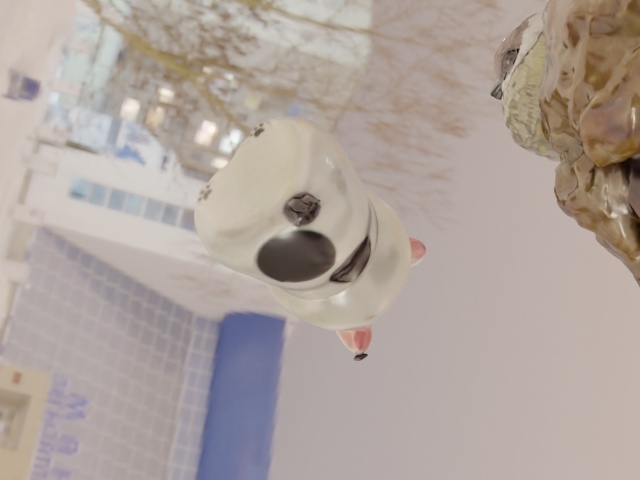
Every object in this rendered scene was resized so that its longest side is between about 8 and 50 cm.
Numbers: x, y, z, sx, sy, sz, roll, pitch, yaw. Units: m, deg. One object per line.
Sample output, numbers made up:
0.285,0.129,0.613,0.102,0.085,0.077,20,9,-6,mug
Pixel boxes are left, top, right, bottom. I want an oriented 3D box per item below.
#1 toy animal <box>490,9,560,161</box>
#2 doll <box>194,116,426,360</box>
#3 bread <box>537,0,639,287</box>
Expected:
0.172,-0.109,0.738,0.098,0.137,0.098,-25,90,-87,toy animal
-0.005,-0.004,0.807,0.107,0.181,0.110,37,-94,33,doll
0.185,-0.049,0.458,0.123,0.230,0.230,-48,175,-36,bread
